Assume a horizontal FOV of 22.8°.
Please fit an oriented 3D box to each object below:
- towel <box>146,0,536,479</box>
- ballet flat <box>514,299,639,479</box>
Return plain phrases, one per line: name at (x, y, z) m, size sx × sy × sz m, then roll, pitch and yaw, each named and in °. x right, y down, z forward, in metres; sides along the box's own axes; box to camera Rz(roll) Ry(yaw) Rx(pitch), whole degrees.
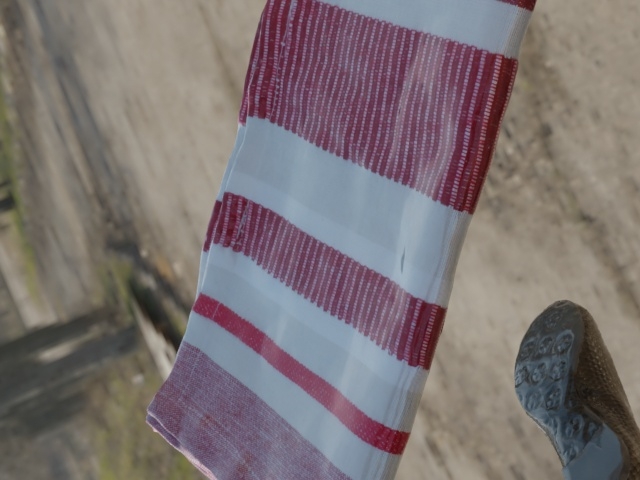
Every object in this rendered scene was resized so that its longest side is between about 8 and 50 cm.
towel at (0.000, 0.000, 0.896) m, size 0.237 × 0.037 × 0.329 m, roll 29°, pitch 105°, yaw 56°
ballet flat at (0.204, 0.128, 1.195) m, size 0.058 × 0.084 × 0.250 m, roll 31°, pitch -161°, yaw -21°
